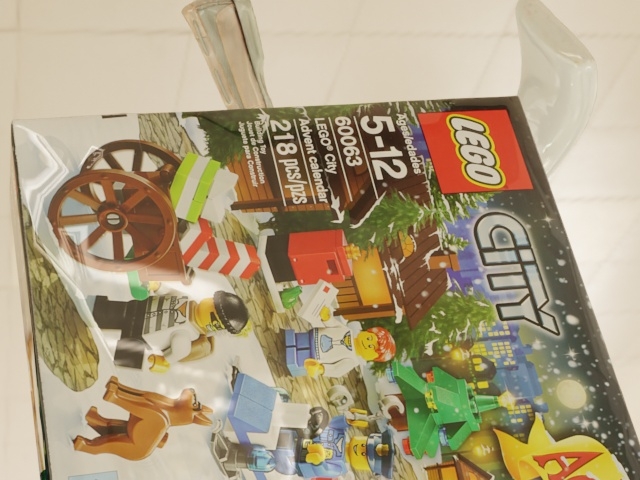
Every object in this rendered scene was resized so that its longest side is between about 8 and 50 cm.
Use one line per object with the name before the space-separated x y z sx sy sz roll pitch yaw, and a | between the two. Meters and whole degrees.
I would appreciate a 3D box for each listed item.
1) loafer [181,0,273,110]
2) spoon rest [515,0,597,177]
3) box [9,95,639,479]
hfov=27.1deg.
loafer | -0.048 -0.077 0.747 0.039 0.125 0.045 -14 -169 -10
spoon rest | 0.000 0.000 0.595 0.276 0.137 0.084 -31 140 0
box | 0.007 0.068 0.357 0.159 0.233 0.044 -5 150 -16
